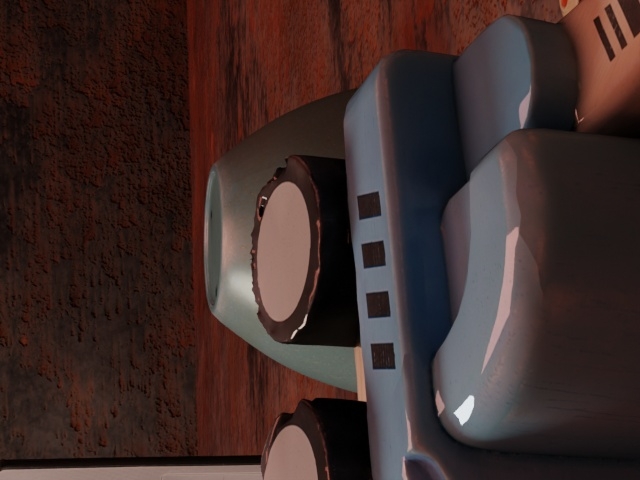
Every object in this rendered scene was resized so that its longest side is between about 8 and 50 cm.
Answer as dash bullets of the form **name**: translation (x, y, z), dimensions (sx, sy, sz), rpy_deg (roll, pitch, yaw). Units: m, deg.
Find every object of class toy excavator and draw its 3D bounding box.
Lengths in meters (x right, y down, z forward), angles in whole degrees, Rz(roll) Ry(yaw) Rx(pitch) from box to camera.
- **toy excavator**: translation (0.143, -0.056, 0.839), dimensions (0.445, 0.222, 0.432), rpy_deg (136, 135, -56)

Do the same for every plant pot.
- **plant pot**: translation (0.000, 0.000, 1.513), dimensions (0.290, 0.195, 0.290), rpy_deg (180, 90, -79)

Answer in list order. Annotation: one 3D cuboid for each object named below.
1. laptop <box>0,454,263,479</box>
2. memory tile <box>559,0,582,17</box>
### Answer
- **laptop**: translation (-0.112, 0.425, 1.587), dimensions (0.236, 0.382, 0.407), rpy_deg (-104, 18, -52)
- **memory tile**: translation (0.178, -0.154, 1.056), dimensions (0.148, 0.012, 0.113), rpy_deg (-101, 15, -48)
